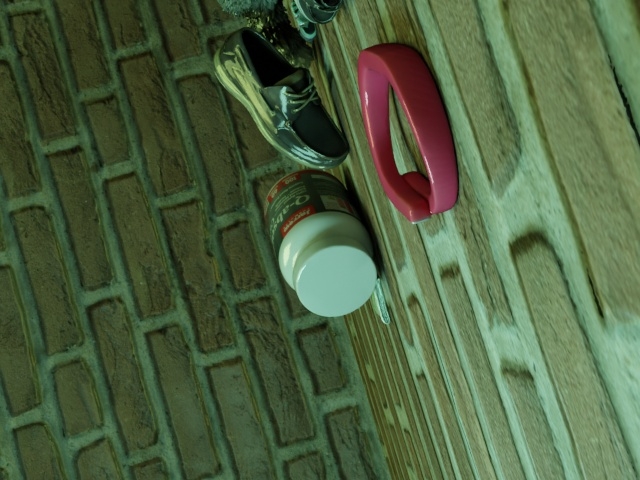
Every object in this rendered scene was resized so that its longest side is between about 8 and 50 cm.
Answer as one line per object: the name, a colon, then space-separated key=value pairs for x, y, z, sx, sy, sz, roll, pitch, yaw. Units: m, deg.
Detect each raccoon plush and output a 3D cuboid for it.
raccoon plush: x=-0.134 y=-0.524 z=1.757 sx=0.446 sy=0.216 sz=0.299 roll=44 pitch=-164 yaw=-17

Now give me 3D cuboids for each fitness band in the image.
fitness band: x=0.104 y=-0.139 z=1.083 sx=0.291 sy=0.054 sz=0.209 roll=-120 pitch=17 yaw=-71

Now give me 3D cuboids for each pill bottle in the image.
pill bottle: x=0.000 y=0.000 z=1.930 sx=0.363 sy=0.210 sz=0.210 roll=-113 pitch=8 yaw=-60

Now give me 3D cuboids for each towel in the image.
towel: x=0.128 y=0.132 z=2.014 sx=0.152 sy=0.023 sz=0.113 roll=-149 pitch=44 yaw=-85

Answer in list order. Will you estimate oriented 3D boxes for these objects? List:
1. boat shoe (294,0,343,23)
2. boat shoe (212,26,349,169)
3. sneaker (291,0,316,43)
boat shoe: x=0.008 y=-0.382 z=1.296 sx=0.228 sy=0.080 sz=0.076 roll=99 pitch=153 yaw=-68
boat shoe: x=-0.076 y=-0.293 z=1.796 sx=0.355 sy=0.132 sz=0.130 roll=43 pitch=147 yaw=0
sneaker: x=-0.036 y=-0.458 z=1.828 sx=0.069 sy=0.038 sz=0.098 roll=94 pitch=161 yaw=-77
